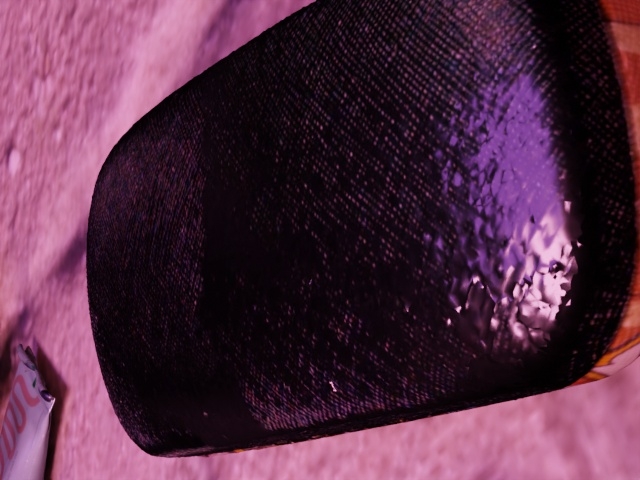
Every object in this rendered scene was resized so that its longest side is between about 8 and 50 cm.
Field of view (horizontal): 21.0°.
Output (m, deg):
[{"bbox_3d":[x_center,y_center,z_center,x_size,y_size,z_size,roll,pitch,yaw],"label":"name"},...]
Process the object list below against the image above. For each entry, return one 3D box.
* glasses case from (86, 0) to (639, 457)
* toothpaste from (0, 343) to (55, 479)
[{"bbox_3d":[0.000,0.000,0.544,0.321,0.082,0.122,-22,72,61],"label":"glasses case"},{"bbox_3d":[-0.166,0.157,0.907,0.056,0.036,0.205,45,126,53],"label":"toothpaste"}]
